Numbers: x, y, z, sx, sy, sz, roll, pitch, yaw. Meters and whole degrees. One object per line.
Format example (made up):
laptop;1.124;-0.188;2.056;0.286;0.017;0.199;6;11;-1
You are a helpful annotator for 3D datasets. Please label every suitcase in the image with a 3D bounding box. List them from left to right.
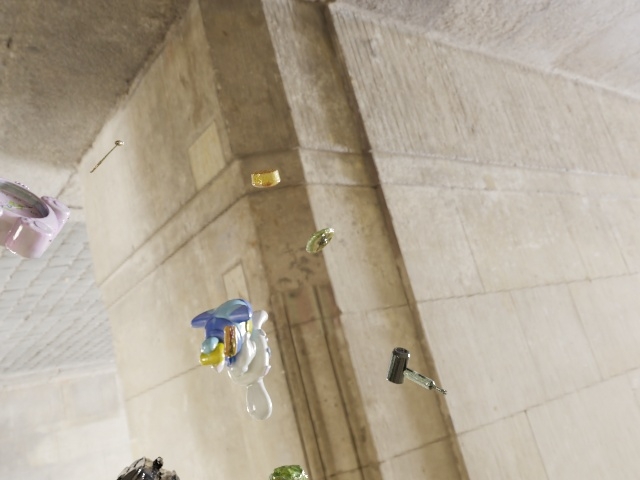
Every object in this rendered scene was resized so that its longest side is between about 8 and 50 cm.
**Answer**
suitcase;-0.528;0.757;1.606;0.339;0.188;0.345;-52;-178;-20

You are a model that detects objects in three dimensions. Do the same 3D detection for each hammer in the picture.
hammer;-0.523;-0.203;1.429;0.123;0.014;0.029;-37;171;23

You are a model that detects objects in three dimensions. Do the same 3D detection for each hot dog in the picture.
hot dog;-0.229;0.257;1.495;0.037;0.083;0.021;0;174;-23

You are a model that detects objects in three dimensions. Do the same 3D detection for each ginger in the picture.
ginger;-0.104;0.666;1.369;0.089;0.290;0.137;15;168;18

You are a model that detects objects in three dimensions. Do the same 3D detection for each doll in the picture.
doll;-0.243;0.307;1.784;0.187;0.376;0.366;-33;137;1

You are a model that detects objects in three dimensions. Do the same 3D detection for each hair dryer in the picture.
hair dryer;0.287;0.398;1.726;0.197;0.101;0.057;24;-158;32

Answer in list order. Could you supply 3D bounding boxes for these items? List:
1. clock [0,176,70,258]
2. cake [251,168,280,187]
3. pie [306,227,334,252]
clock;-0.907;-0.089;1.678;0.322;0.295;0.113;31;102;-18
cake;-0.159;-0.180;1.704;0.084;0.044;0.084;-6;-164;2
pie;0.001;-0.001;1.406;0.084;0.021;0.084;-32;156;-16
